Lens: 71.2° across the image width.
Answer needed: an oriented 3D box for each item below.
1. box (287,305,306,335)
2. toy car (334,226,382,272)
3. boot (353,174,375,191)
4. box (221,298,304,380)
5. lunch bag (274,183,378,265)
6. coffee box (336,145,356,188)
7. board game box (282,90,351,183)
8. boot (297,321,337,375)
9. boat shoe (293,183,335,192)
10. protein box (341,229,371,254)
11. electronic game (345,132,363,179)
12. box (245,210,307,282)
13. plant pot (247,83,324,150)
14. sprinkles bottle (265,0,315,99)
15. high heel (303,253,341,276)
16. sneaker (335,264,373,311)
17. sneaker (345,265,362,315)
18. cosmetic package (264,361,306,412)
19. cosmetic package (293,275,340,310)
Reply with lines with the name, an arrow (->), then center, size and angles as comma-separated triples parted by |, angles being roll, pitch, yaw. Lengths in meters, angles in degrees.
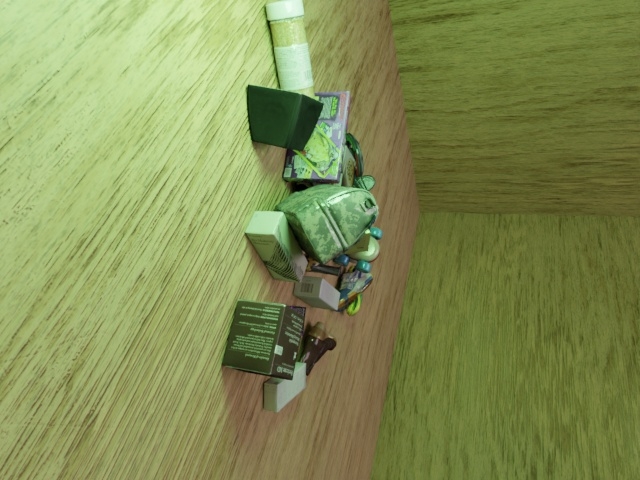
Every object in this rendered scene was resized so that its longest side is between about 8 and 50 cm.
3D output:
box -> -0.103, 0.311, 1.721 | 0.162, 0.029, 0.116 | 24, 71, -66
toy car -> 0.194, 0.057, 2.234 | 0.238, 0.210, 0.219 | 69, 40, -69
boot -> 0.165, -0.217, 2.106 | 0.085, 0.236, 0.178 | 59, 14, 11
box -> -0.168, 0.304, 1.368 | 0.168, 0.166, 0.203 | 48, 49, -60
lunch bag -> 0.026, -0.082, 1.490 | 0.256, 0.305, 0.213 | -36, 110, -10
coffee box -> 0.064, -0.240, 1.948 | 0.168, 0.118, 0.298 | 43, 53, -63
board game box -> -0.011, -0.377, 1.629 | 0.056, 0.208, 0.347 | 38, 58, -64
boot -> -0.021, 0.479, 1.911 | 0.207, 0.090, 0.248 | -62, 151, -24
boat shoe -> -0.029, -0.200, 1.706 | 0.130, 0.132, 0.356 | 49, 48, -58
protein box -> 0.095, -0.040, 1.845 | 0.201, 0.199, 0.136 | 83, 0, -67
electronic game -> 0.153, -0.394, 2.122 | 0.229, 0.048, 0.230 | 166, -90, -81
box -> -0.139, 0.026, 1.486 | 0.275, 0.113, 0.094 | 65, 37, -47
plant pot -> -0.120, -0.379, 1.414 | 0.188, 0.187, 0.167 | -19, 123, -67
sprinkles bottle -> -0.094, -0.610, 1.508 | 0.121, 0.121, 0.356 | -54, 141, -54
high heel -> 0.000, 0.000, 1.691 | 0.093, 0.186, 0.262 | -34, 133, -76
sneaker -> 0.131, 0.236, 2.218 | 0.296, 0.131, 0.112 | -36, 155, -38
sneaker -> 0.175, 0.260, 2.344 | 0.124, 0.109, 0.296 | 94, 12, -56
cosmetic package -> -0.127, 0.531, 1.642 | 0.239, 0.060, 0.099 | -8, 98, -68
cosmetic package -> -0.011, 0.216, 1.823 | 0.231, 0.117, 0.086 | 46, 52, -62
